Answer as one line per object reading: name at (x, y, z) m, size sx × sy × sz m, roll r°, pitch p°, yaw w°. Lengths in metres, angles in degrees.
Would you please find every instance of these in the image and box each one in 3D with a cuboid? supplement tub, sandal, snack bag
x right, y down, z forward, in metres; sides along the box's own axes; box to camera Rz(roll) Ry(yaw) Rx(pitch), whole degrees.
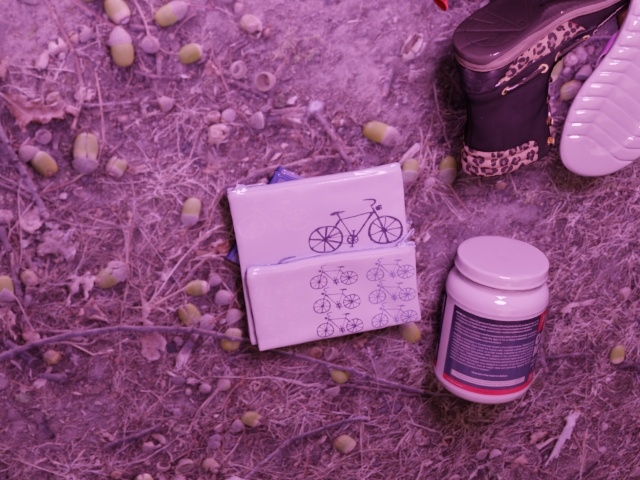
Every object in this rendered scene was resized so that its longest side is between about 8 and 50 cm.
supplement tub at (0.318, 0.148, 1.946) m, size 0.191 × 0.191 × 0.272 m, roll -1°, pitch 118°, yaw -13°
sandal at (0.532, -0.295, 1.740) m, size 0.169 × 0.102 × 0.416 m, roll 20°, pitch 113°, yaw -10°
snack bag at (0.014, 0.030, 1.865) m, size 0.323 × 0.037 × 0.342 m, roll -9°, pitch 120°, yaw -4°

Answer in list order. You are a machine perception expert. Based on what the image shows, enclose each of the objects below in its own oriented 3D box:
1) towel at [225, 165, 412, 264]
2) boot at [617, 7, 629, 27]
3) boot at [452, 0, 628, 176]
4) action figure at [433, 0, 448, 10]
towel at (0.000, 0.000, 1.886) m, size 0.285 × 0.034 × 0.209 m, roll 22°, pitch 112°, yaw -20°
boot at (0.659, -0.323, 1.830) m, size 0.211 × 0.104 × 0.295 m, roll -26°, pitch 116°, yaw 1°
boot at (0.369, -0.289, 1.754) m, size 0.377 × 0.138 × 0.284 m, roll -34°, pitch 142°, yaw -26°
action figure at (0.325, -0.427, 1.627) m, size 0.280 × 0.139 × 0.091 m, roll -22°, pitch 126°, yaw -11°
